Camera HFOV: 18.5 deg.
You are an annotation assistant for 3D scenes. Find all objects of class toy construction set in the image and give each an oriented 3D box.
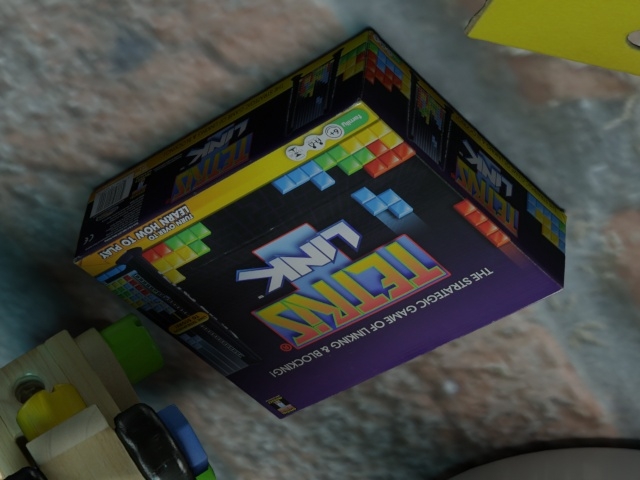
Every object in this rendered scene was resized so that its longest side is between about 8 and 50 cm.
[{"bbox_3d":[-0.058,0.165,0.871,0.328,0.151,0.215,39,160,18],"label":"toy construction set"}]

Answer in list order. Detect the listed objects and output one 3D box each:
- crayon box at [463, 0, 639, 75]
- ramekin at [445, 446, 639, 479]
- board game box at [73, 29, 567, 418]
[{"bbox_3d":[0.188,-0.150,0.614,0.202,0.081,0.318,13,152,-12],"label":"crayon box"},{"bbox_3d":[0.148,0.230,1.039,0.277,0.135,0.277,4,138,4],"label":"ramekin"},{"bbox_3d":[0.000,0.000,0.872,0.170,0.048,0.141,-28,126,33],"label":"board game box"}]
